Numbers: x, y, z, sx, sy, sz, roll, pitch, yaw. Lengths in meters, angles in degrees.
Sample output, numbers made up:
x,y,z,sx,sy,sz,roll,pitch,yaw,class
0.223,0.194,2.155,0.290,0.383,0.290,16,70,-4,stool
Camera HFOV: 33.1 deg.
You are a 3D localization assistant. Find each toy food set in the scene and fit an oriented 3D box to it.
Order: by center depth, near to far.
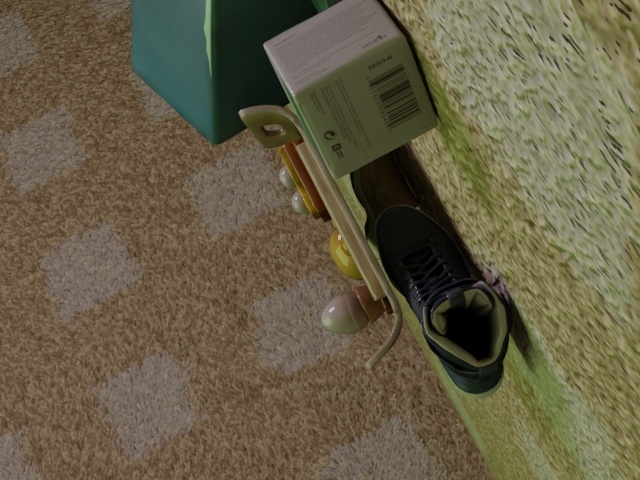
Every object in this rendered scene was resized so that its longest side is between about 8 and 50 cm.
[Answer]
x,y,z,sx,sy,sz,roll,pitch,yaw,class
0.000,0.000,1.218,0.306,0.092,0.220,62,-178,7,toy food set

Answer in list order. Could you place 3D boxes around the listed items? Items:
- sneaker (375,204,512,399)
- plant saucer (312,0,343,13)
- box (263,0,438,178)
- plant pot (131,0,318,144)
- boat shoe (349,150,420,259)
x,y,z,sx,sy,sz,roll,pitch,yaw,class
0.119,0.041,1.078,0.226,0.086,0.163,61,180,19,sneaker
-0.006,-0.267,1.063,0.119,0.021,0.119,61,179,2,plant saucer
0.025,-0.128,0.882,0.101,0.102,0.087,61,-178,-44,box
-0.106,-0.266,1.193,0.165,0.165,0.234,43,152,25,plant pot
0.088,-0.053,1.291,0.072,0.068,0.190,17,138,37,boat shoe
